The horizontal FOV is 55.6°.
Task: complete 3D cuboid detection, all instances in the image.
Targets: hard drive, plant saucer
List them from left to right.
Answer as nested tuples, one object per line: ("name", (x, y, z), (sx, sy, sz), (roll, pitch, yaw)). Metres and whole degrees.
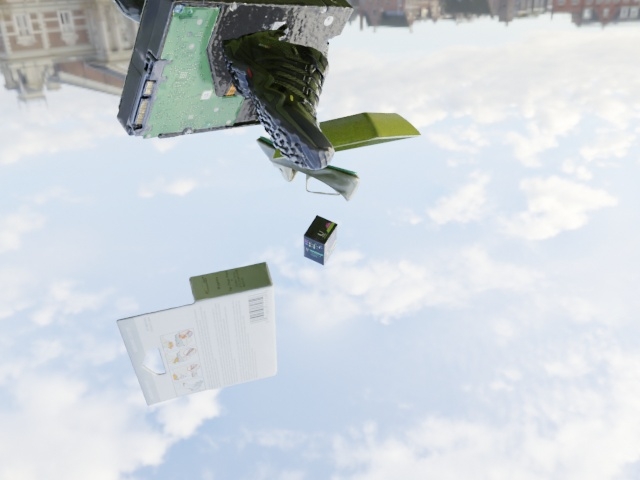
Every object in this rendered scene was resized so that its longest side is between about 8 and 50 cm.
("hard drive", (-0.126, -0.275, 0.928), (0.339, 0.236, 0.064), (-20, -118, -43))
("plant saucer", (0.043, -0.172, 0.979), (0.189, 0.045, 0.188), (-6, -173, 30))

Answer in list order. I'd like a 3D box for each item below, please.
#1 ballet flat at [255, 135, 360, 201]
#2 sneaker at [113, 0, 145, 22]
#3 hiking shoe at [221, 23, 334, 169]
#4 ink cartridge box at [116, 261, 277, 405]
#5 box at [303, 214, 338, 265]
("ballet flat", (-0.032, -0.130, 1.139), (0.213, 0.068, 0.072), (22, -169, 5))
("sneaker", (-0.262, -0.453, 0.890), (0.106, 0.267, 0.101), (-11, 171, 37))
("hiking shoe", (-0.031, -0.187, 0.735), (0.114, 0.086, 0.226), (-30, -115, -8))
("ink cartridge box", (-0.196, 0.165, 1.024), (0.239, 0.275, 0.060), (-10, -131, -12))
("box", (0.000, 0.000, 1.262), (0.052, 0.083, 0.062), (24, -121, 15))
